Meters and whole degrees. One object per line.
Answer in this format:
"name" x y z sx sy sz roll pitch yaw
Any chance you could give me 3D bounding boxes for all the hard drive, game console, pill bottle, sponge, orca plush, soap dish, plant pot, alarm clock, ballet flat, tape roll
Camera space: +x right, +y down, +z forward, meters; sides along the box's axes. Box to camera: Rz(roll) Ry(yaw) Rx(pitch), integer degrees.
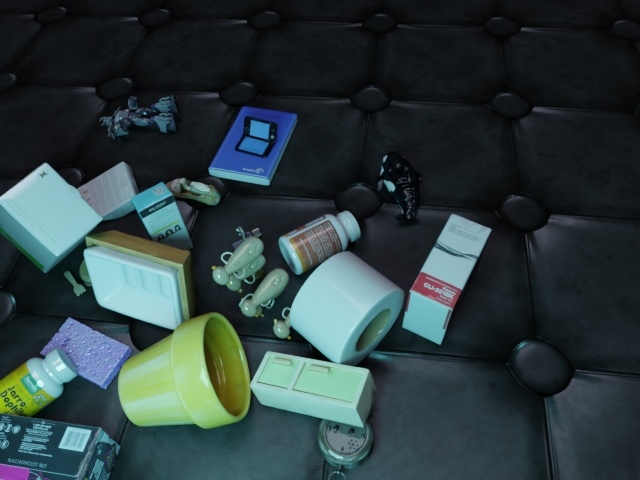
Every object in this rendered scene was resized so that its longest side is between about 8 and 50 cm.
"hard drive" -0.225 -0.332 1.846 0.210 0.040 0.318 11 55 11
"game console" -0.214 -0.345 1.788 0.122 0.107 0.071 17 27 14
"pill bottle" -0.704 0.359 1.301 0.208 0.117 0.117 -37 59 -16
"pill bottle" 0.000 0.000 1.533 0.216 0.121 0.121 -26 56 -15
"sponge" -0.612 0.293 1.409 0.210 0.031 0.117 20 57 18
"orca plush" 0.244 -0.186 1.668 0.151 0.102 0.287 3 54 6
"soap dish" -0.469 0.101 1.435 0.291 0.229 0.118 15 39 15
"plant pot" -0.320 0.321 1.254 0.239 0.254 0.254 -18 53 10
"alarm clock" 0.054 0.464 1.222 0.129 0.064 0.192 8 57 10
"ballet flat" -0.416 -0.168 1.719 0.206 0.067 0.073 12 56 13
"tape roll" 0.068 0.171 1.325 0.169 0.246 0.246 36 63 27

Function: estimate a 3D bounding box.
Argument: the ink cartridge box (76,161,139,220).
"ink cartridge box" -0.697 -0.131 1.735 0.225 0.056 0.181 -32 56 4

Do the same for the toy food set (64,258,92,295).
"toy food set" -0.642 0.078 1.575 0.192 0.038 0.132 -40 53 -17

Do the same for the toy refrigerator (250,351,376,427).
"toy refrigerator" -0.018 0.339 1.250 0.270 0.094 0.102 4 46 27

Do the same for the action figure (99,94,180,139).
"action figure" -0.652 -0.443 1.925 0.285 0.099 0.185 -5 58 4

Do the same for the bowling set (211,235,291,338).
"bowling set" -0.174 0.134 1.443 0.154 0.200 0.287 -44 104 -20

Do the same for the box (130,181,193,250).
"box" -0.442 -0.045 1.518 0.100 0.244 0.060 -31 58 -19

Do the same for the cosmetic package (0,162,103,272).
"cosmetic package" -0.737 -0.048 1.447 0.197 0.365 0.155 48 62 -13

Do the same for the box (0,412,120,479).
"box" -0.603 0.494 1.190 0.247 0.142 0.163 6 53 6

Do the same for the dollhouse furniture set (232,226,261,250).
"dollhouse furniture set" -0.199 0.007 1.565 0.091 0.081 0.114 -28 56 -16

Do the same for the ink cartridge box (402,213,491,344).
"ink cartridge box" 0.325 0.098 1.391 0.114 0.197 0.273 23 59 18
